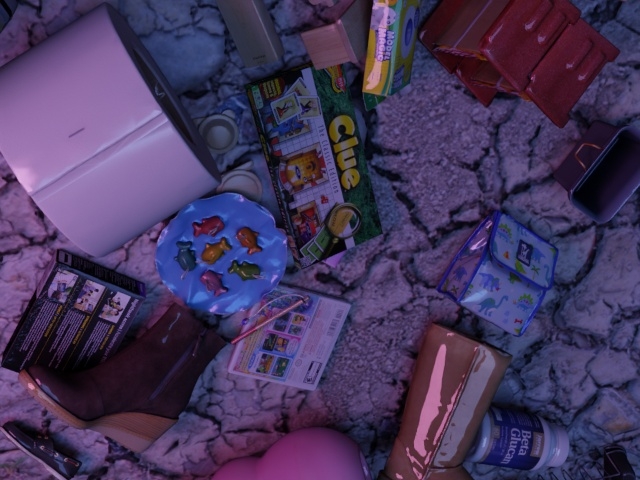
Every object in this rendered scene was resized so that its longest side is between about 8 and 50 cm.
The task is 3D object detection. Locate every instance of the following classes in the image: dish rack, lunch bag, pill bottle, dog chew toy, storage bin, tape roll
[{"bbox_3d":[0.426,0.487,1.521,0.271,0.074,0.208,-11,114,-7],"label":"dish rack"},{"bbox_3d":[0.271,0.047,1.282,0.128,0.096,0.151,30,89,-20],"label":"lunch bag"},{"bbox_3d":[0.316,0.324,1.408,0.169,0.094,0.094,12,110,-18],"label":"pill bottle"},{"bbox_3d":[-0.083,0.410,1.302,0.331,0.207,0.207,-18,116,4],"label":"dog chew toy"},{"bbox_3d":[0.397,-0.110,1.238,0.098,0.091,0.135,31,103,-23],"label":"storage bin"},{"bbox_3d":[-0.248,-0.125,0.997,0.169,0.246,0.246,-31,116,3],"label":"tape roll"}]

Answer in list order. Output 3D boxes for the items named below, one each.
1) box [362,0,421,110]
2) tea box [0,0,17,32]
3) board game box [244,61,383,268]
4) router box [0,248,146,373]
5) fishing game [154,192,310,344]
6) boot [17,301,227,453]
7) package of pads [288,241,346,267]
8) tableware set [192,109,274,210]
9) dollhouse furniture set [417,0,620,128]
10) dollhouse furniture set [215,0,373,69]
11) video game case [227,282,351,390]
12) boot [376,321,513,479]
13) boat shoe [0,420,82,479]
[{"bbox_3d":[0.092,-0.258,1.094,0.043,0.105,0.179,15,114,15],"label":"box"},{"bbox_3d":[-0.493,-0.283,0.827,0.220,0.323,0.329,-33,117,3],"label":"tea box"},{"bbox_3d":[-0.004,-0.103,1.155,0.136,0.030,0.260,-25,114,-22],"label":"board game box"},{"bbox_3d":[-0.341,0.117,1.191,0.133,0.046,0.179,26,106,-23],"label":"router box"},{"bbox_3d":[-0.133,0.025,1.186,0.189,0.041,0.264,-31,115,9],"label":"fishing game"},{"bbox_3d":[-0.264,0.165,1.182,0.207,0.090,0.248,-54,133,-6],"label":"boot"},{"bbox_3d":[0.000,0.000,1.227,0.083,0.032,0.050,30,100,-23],"label":"package of pads"},{"bbox_3d":[-0.086,-0.119,1.162,0.141,0.020,0.169,-17,117,-5],"label":"tableware set"},{"bbox_3d":[0.314,-0.342,1.066,0.152,0.201,0.374,36,95,-24],"label":"dollhouse furniture set"},{"bbox_3d":[-0.025,-0.298,1.093,0.151,0.123,0.144,-8,121,30],"label":"dollhouse furniture set"},{"bbox_3d":[-0.047,0.143,1.287,0.143,0.019,0.157,16,110,-18],"label":"video game case"},{"bbox_3d":[0.228,0.290,1.303,0.236,0.089,0.270,22,91,6],"label":"boot"},{"bbox_3d":[-0.409,0.303,1.261,0.133,0.049,0.042,43,71,-18],"label":"boat shoe"}]
